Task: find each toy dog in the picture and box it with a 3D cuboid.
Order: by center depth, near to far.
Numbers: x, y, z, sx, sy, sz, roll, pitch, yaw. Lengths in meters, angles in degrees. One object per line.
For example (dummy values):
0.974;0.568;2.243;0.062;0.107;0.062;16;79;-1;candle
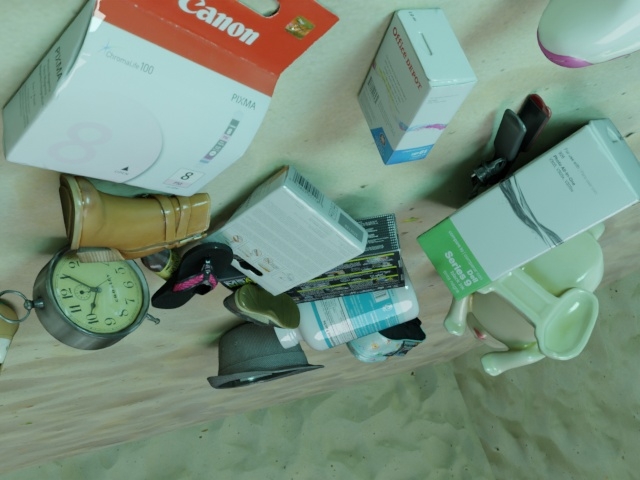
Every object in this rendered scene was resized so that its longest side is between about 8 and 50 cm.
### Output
0.460;0.119;1.342;0.395;0.284;0.408;-52;165;-18;toy dog

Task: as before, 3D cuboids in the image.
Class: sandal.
-0.172;0.060;0.774;0.067;0.040;0.179;13;139;-38;sandal

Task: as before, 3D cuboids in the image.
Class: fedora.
-0.133;0.251;1.285;0.243;0.125;0.275;4;158;-41;fedora

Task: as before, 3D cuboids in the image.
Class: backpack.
0.123;0.191;1.298;0.144;0.166;0.188;-40;150;24;backpack

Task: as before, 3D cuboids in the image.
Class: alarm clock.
-0.293;0.069;0.684;0.064;0.129;0.192;-32;164;31;alarm clock

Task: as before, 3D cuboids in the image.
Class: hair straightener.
0.242;-0.117;0.807;0.089;0.047;0.230;-30;167;-10;hair straightener

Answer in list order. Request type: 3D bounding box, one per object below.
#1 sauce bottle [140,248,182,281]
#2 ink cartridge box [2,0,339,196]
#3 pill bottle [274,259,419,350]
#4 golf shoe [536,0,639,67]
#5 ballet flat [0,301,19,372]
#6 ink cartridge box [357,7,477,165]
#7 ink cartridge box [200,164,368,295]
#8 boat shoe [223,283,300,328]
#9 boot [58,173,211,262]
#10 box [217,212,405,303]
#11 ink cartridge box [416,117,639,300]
-0.217;0.026;0.772;0.042;0.042;0.128;-20;161;2;sauce bottle
-0.117;-0.126;0.470;0.232;0.066;0.189;-28;158;33;ink cartridge box
0.041;0.117;1.076;0.263;0.146;0.146;-19;159;3;pill bottle
0.284;-0.263;0.422;0.140;0.115;0.306;20;131;-43;golf shoe
-0.486;0.162;0.836;0.080;0.073;0.232;-5;155;-33;ballet flat
0.088;-0.144;0.545;0.052;0.089;0.122;-12;158;-18;ink cartridge box
-0.049;-0.005;0.753;0.145;0.045;0.179;39;136;-26;ink cartridge box
-0.088;0.104;0.885;0.049;0.056;0.152;-13;150;31;boat shoe
-0.193;-0.031;0.619;0.152;0.073;0.197;-11;170;-18;boot
-0.005;0.042;0.904;0.269;0.060;0.216;-10;160;8;box
0.321;-0.048;0.859;0.289;0.122;0.211;-37;171;35;ink cartridge box
